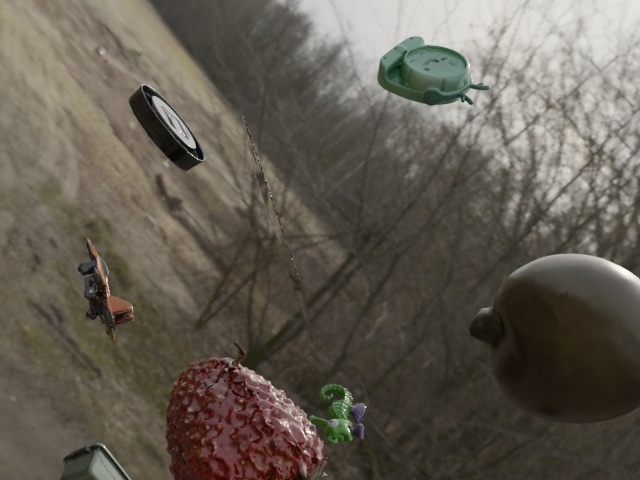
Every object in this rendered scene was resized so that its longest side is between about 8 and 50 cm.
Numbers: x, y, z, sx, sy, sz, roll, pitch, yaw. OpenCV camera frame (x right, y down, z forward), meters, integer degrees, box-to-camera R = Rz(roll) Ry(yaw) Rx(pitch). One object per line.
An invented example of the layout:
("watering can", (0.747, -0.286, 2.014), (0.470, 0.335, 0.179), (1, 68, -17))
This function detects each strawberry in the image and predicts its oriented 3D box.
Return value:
("strawberry", (-0.144, 0.337, 1.580), (0.343, 0.292, 0.292), (63, 9, 24))

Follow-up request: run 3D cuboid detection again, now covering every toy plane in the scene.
("toy plane", (-0.352, 0.071, 1.404), (0.188, 0.062, 0.135), (53, -30, 28))

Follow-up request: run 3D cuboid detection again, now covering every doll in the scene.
("doll", (0.035, 0.356, 1.830), (0.115, 0.050, 0.190), (9, 26, 1))

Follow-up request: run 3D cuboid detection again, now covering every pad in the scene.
("pad", (-0.022, 0.010, 1.111), (0.323, 0.055, 0.249), (38, 29, -65))

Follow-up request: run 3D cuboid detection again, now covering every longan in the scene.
("longan", (0.378, 0.147, 1.355), (0.300, 0.300, 0.243), (48, 42, -14))

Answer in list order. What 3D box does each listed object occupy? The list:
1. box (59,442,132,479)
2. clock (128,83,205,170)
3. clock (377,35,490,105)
("box", (-0.540, 0.585, 2.142), (0.172, 0.124, 0.093), (58, 18, -21))
("clock", (-0.290, -0.211, 1.686), (0.184, 0.040, 0.184), (52, 9, -11))
("clock", (0.233, -0.333, 1.796), (0.211, 0.159, 0.066), (25, -45, 22))
